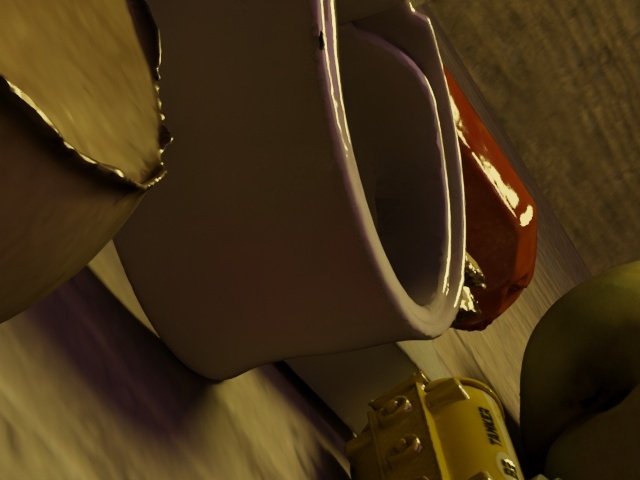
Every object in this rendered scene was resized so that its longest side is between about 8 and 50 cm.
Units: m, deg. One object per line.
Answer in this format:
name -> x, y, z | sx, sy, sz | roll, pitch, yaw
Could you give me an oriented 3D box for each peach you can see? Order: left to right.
peach -> 0.291, 0.158, 1.560 | 0.292, 0.247, 0.292 | 35, 16, -12

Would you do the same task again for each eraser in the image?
eraser -> 0.000, 0.000, 1.065 | 0.124, 0.068, 0.210 | 51, 14, -47

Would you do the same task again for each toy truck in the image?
toy truck -> 0.069, 0.150, 0.899 | 0.114, 0.098, 0.227 | 53, 9, -19

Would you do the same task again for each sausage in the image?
sausage -> 0.059, -0.049, 1.348 | 0.258, 0.133, 0.133 | 53, 12, -21

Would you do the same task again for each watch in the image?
watch -> -0.042, -0.063, 0.836 | 0.244, 0.196, 0.231 | 41, 43, -62

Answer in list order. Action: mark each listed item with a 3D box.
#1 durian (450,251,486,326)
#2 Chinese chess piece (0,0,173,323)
durian -> 0.037, 0.002, 1.220 | 0.140, 0.071, 0.110 | 58, -19, 8
Chinese chess piece -> -0.140, -0.092, 0.497 | 0.257, 0.104, 0.257 | 57, 10, -15
